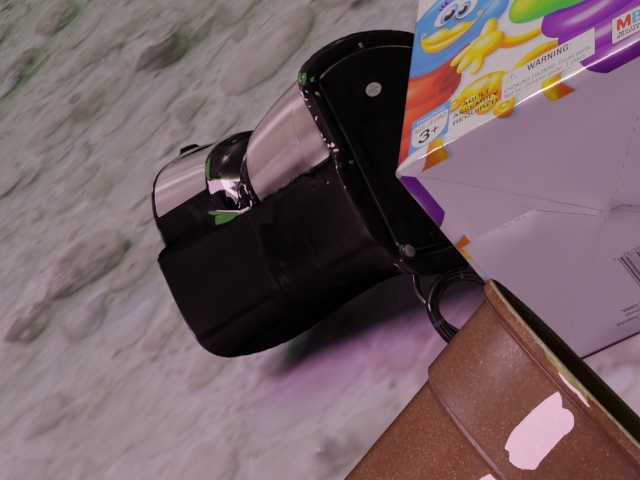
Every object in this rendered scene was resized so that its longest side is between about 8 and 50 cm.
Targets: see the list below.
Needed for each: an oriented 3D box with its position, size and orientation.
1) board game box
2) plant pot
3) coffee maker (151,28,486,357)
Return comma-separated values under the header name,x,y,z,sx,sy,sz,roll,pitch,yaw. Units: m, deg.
name,x,y,z,sx,sy,sz,roll,pitch,yaw
board game box,0.142,-0.098,0.940,0.144,0.142,0.275,-28,30,26
plant pot,0.063,0.130,0.690,0.165,0.167,0.167,-45,26,5
coffee maker,0.000,0.000,0.990,0.178,0.120,0.171,-33,58,51
